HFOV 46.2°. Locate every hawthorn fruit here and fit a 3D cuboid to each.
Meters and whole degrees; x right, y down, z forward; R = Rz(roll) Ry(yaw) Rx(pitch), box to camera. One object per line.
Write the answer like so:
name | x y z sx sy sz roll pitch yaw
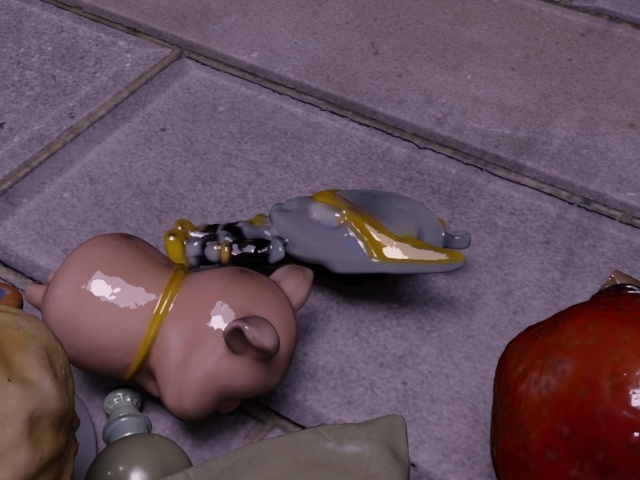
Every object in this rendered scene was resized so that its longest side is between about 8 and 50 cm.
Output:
hawthorn fruit | 0.231 0.158 0.561 0.215 0.215 0.250 5 14 3

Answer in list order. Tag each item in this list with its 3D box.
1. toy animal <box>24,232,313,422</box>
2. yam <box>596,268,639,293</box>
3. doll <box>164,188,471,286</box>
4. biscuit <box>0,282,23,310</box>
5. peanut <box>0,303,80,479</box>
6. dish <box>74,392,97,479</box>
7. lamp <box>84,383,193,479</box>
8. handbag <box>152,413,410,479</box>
toy animal | -0.143 0.072 0.683 0.248 0.149 0.165 9 30 7
yam | 0.402 0.108 0.744 0.264 0.046 0.046 32 54 26
doll | 0.000 -0.002 0.798 0.316 0.145 0.103 -3 80 2
biscuit | -0.446 0.050 0.706 0.324 0.049 0.205 17 35 38
peanut | -0.264 0.223 0.461 0.169 0.192 0.387 12 78 54
dish | -0.323 0.174 0.612 0.260 0.085 0.260 0 42 0
lamp | -0.159 0.180 0.637 0.091 0.091 0.163 -14 35 -15
handbag | -0.027 0.286 0.491 0.253 0.109 0.316 -9 66 -7
